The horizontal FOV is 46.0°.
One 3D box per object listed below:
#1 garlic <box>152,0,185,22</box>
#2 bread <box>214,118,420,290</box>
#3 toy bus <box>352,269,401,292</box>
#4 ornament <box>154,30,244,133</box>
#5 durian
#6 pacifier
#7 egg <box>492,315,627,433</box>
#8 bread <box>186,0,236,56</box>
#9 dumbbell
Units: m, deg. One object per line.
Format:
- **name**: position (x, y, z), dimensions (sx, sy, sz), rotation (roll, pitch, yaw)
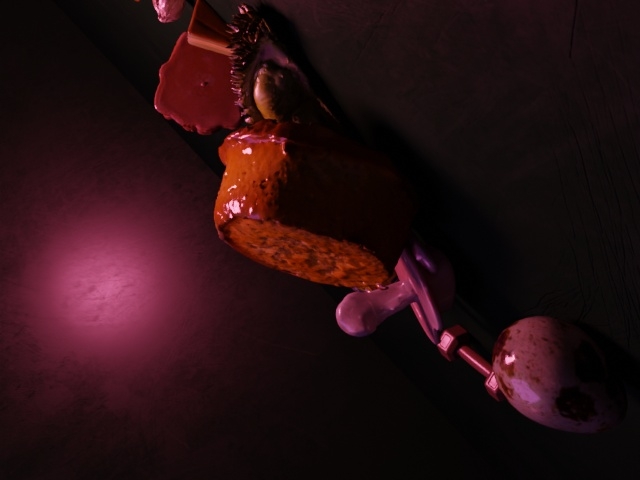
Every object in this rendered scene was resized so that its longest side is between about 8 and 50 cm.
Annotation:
- **garlic**: position (-0.332, -0.524, 1.621), dimensions (0.113, 0.074, 0.094), rotation (16, -120, -56)
- **bread**: position (-0.019, -0.064, 1.408), dimensions (0.397, 0.215, 0.398), rotation (14, 162, 5)
- **toy bus**: position (0.107, 0.043, 1.874), dimensions (0.175, 0.138, 0.287), rotation (48, 171, -15)
- **ornament**: position (-0.271, -0.338, 1.745), dimensions (0.235, 0.221, 0.217), rotation (56, 175, -5)
- **durian**: position (-0.062, -0.289, 1.400), dimensions (0.169, 0.158, 0.352), rotation (-6, 138, 34)
- **pacifier**: position (0.179, 0.108, 1.594), dimensions (0.220, 0.273, 0.332), rotation (27, 167, 14)
- **egg**: position (0.389, 0.222, 1.228), dimensions (0.231, 0.169, 0.169), rotation (36, 170, 8)
- **bread**: position (-0.203, -0.443, 1.591), dimensions (0.139, 0.084, 0.074), rotation (16, 172, -5)
- **dumbbell**: position (0.388, 0.299, 1.856), dimensions (0.082, 0.092, 0.231), rotation (15, -162, -44)
